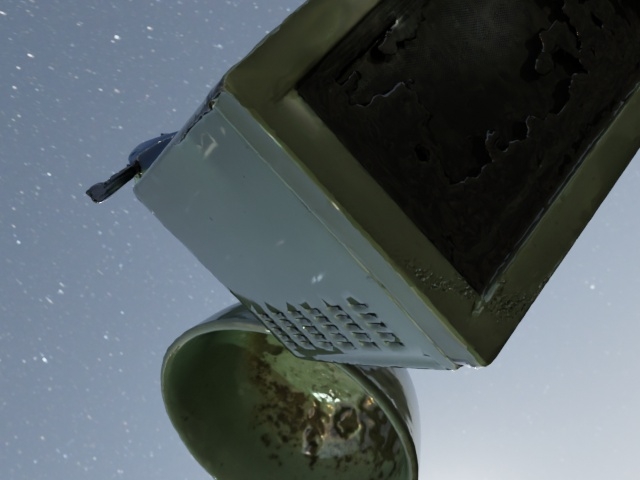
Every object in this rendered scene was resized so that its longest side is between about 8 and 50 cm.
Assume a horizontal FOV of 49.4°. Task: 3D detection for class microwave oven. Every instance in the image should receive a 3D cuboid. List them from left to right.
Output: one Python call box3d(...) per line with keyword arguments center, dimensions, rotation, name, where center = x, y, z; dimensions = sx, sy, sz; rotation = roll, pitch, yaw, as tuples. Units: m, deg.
box3d(center=(0.083, -0.098, 0.498), dimensions=(0.218, 0.286, 0.355), rotation=(46, -113, -11), name="microwave oven")

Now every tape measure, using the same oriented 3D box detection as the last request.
box3d(center=(-0.211, -0.128, 1.075), dimensions=(0.215, 0.351, 0.097), rotation=(-14, -80, 5), name="tape measure")

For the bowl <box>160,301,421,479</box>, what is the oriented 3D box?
box3d(center=(-0.013, 0.162, 0.750), dimensions=(0.146, 0.289, 0.289), rotation=(-51, -34, -49), name="bowl")
